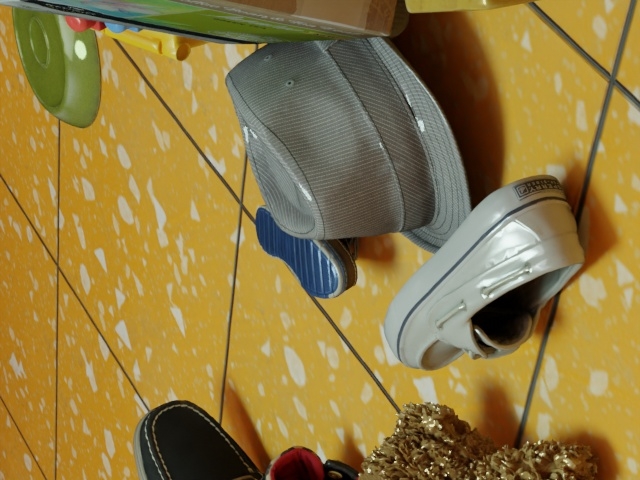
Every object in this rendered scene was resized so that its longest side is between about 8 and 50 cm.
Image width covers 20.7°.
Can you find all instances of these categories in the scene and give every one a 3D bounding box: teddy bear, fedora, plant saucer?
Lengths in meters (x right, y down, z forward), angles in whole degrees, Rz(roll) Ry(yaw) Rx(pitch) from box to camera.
[{"bbox_3d":[0.176,0.260,1.434,0.338,0.113,0.245,13,123,53],"label":"teddy bear"},{"bbox_3d":[0.005,-0.083,1.484,0.275,0.124,0.244,53,163,39],"label":"fedora"},{"bbox_3d":[-0.346,-0.258,2.250,0.241,0.037,0.241,43,141,49],"label":"plant saucer"}]

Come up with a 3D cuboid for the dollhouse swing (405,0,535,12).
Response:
[{"bbox_3d":[0.136,-0.332,1.064,0.305,0.315,0.347,-103,2,-80],"label":"dollhouse swing"}]

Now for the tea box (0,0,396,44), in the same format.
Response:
[{"bbox_3d":[-0.087,-0.331,1.358,0.323,0.220,0.329,12,94,63],"label":"tea box"}]

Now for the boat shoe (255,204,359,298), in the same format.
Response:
[{"bbox_3d":[0.000,0.000,1.658,0.183,0.066,0.066,-139,43,-58],"label":"boat shoe"}]

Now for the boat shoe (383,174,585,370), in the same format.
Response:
[{"bbox_3d":[0.134,0.051,1.397,0.267,0.096,0.088,-52,53,50],"label":"boat shoe"}]

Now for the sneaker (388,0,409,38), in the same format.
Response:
[{"bbox_3d":[0.031,-0.222,1.498,0.134,0.051,0.070,57,170,11],"label":"sneaker"}]

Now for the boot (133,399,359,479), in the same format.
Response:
[{"bbox_3d":[-0.058,0.290,1.861,0.377,0.138,0.284,60,153,19],"label":"boot"}]

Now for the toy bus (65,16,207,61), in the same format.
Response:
[{"bbox_3d":[-0.148,-0.275,1.595,0.149,0.211,0.220,23,127,29],"label":"toy bus"}]
